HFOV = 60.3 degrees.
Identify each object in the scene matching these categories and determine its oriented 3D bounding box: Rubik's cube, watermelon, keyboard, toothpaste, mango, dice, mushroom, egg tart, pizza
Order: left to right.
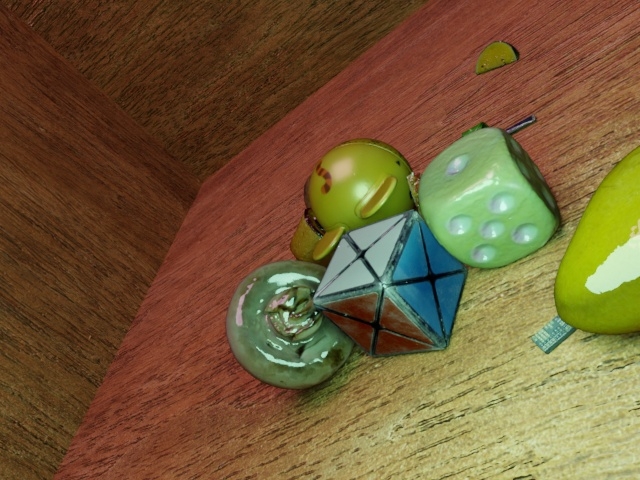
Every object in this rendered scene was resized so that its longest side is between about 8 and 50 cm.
[{"bbox_3d":[-0.074,0.212,1.479,0.362,0.363,0.294,-58,-6,-24],"label":"mushroom"},{"bbox_3d":[0.000,0.000,1.905,0.170,0.215,0.215,-53,21,21],"label":"egg tart"},{"bbox_3d":[0.177,0.114,1.371,0.255,0.259,0.260,-17,34,45],"label":"Rubik's cube"},{"bbox_3d":[0.323,-0.120,1.568,0.200,0.193,0.053,-58,2,-12],"label":"pizza"},{"bbox_3d":[0.402,-0.102,1.336,0.255,0.250,0.251,-32,28,30],"label":"dice"},{"bbox_3d":[0.651,-0.694,2.043,0.182,0.075,0.092,-1,55,56],"label":"watermelon"},{"bbox_3d":[0.588,-0.339,1.676,0.140,0.021,0.037,-29,29,30],"label":"toothpaste"},{"bbox_3d":[0.497,0.151,1.088,0.176,0.014,0.055,-43,22,6],"label":"keyboard"},{"bbox_3d":[0.585,-0.018,0.961,0.445,0.221,0.301,-45,27,11],"label":"mango"}]

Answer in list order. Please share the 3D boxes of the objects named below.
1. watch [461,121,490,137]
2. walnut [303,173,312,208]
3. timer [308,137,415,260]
[{"bbox_3d":[0.476,-0.255,1.617,0.131,0.165,0.152,-31,4,33],"label":"watch"},{"bbox_3d":[0.045,-0.176,2.070,0.225,0.225,0.260,-37,32,20],"label":"walnut"},{"bbox_3d":[0.125,-0.125,1.706,0.376,0.376,0.386,-30,25,31],"label":"timer"}]
